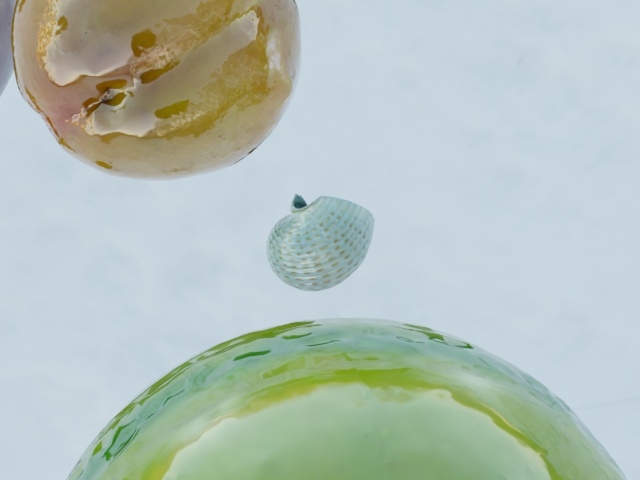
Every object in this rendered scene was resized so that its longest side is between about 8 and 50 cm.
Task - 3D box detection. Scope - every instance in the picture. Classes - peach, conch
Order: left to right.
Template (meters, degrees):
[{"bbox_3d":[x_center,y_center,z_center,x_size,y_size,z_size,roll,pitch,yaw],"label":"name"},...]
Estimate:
[{"bbox_3d":[-0.078,-0.092,0.857,0.138,0.138,0.138,0,84,-1],"label":"peach"},{"bbox_3d":[0.000,0.004,1.252,0.076,0.085,0.056,-4,74,2],"label":"conch"}]

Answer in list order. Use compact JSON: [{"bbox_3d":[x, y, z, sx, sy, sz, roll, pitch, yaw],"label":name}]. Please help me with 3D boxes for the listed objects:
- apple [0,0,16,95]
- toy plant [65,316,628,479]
[{"bbox_3d":[-0.392,-0.184,1.478,0.288,0.317,0.288,-6,60,10],"label":"apple"},{"bbox_3d":[0.022,0.149,0.436,0.224,0.316,0.184,26,104,-20],"label":"toy plant"}]
